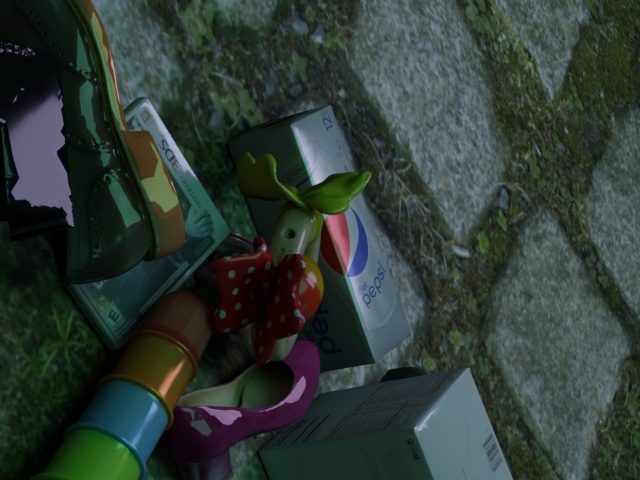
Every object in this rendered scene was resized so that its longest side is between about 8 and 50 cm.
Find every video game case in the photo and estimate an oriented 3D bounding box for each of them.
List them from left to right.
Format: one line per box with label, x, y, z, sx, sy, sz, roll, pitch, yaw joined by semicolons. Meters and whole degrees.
video game case;-0.189;-0.018;1.577;0.190;0.022;0.173;-48;118;-34

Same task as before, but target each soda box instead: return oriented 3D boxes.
soda box;0.000;0.000;1.804;0.091;0.098;0.286;-32;106;-53

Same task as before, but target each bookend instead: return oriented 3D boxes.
bookend;-0.289;-0.086;1.333;0.156;0.072;0.157;5;76;-55

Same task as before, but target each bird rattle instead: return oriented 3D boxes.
bird rattle;-0.029;0.037;1.632;0.207;0.143;0.253;90;6;-50

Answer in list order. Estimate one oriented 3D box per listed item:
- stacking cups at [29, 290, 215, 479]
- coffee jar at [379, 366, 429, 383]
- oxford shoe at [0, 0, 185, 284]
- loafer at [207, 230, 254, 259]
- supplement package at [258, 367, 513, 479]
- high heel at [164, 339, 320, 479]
stacking cups;-0.187;0.180;1.481;0.096;0.096;0.316;57;41;-26
coffee jar;0.134;0.232;1.929;0.184;0.079;0.096;46;49;-38
oxford shoe;-0.258;-0.133;1.461;0.132;0.130;0.364;-26;84;-26
loafer;-0.123;0.002;1.686;0.125;0.045;0.039;20;78;-43
supplement package;0.081;0.266;1.736;0.149;0.203;0.194;-38;111;-53
high heel;-0.077;0.148;1.646;0.244;0.082;0.117;-41;137;-39
